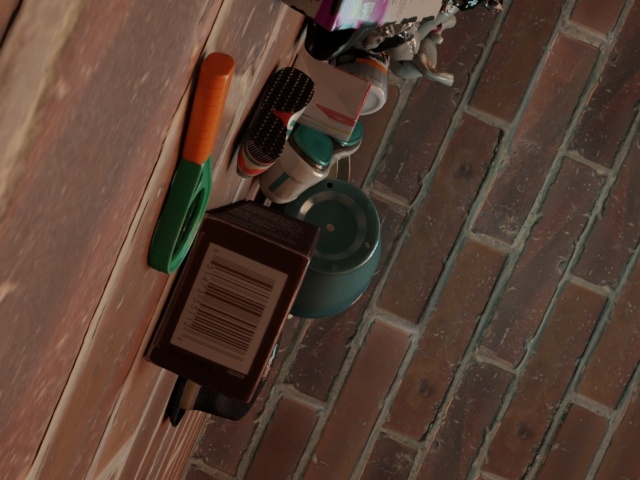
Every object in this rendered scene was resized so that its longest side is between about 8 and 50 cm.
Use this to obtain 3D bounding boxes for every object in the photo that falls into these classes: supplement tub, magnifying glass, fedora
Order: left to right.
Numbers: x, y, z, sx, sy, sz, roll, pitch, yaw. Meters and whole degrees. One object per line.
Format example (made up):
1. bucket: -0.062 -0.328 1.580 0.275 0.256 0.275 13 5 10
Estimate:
1. magnifying glass: -0.105 -0.055 0.594 0.231 0.026 0.092 113 0 -48
2. fedora: -0.172 0.236 1.436 0.334 0.152 0.334 -157 -90 -90
3. supplement tub: 0.073 -0.343 1.352 0.117 0.117 0.190 115 -18 -67

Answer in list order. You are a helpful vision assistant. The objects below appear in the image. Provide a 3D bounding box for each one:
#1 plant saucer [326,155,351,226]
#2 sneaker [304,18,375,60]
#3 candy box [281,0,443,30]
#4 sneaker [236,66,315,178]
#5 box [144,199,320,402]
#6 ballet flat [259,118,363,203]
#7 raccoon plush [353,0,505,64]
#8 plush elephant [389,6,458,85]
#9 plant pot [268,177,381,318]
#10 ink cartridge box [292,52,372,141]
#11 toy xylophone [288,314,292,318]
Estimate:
1. plant saucer: -0.002 -0.165 1.782 0.278 0.041 0.278 -30 124 -56
2. sneaker: 0.054 -0.339 0.890 0.130 0.109 0.286 -59 174 -41
3. candy box: 0.075 -0.313 0.753 0.233 0.071 0.159 -25 146 -51
4. sneaker: -0.062 -0.142 0.870 0.075 0.057 0.161 -38 -155 52
5. box: -0.099 0.058 0.988 0.381 0.143 0.191 -55 168 -85
6. ballet flat: -0.024 -0.165 1.298 0.400 0.139 0.139 -58 172 -66
7. raccoon plush: 0.130 -0.518 1.170 0.216 0.299 0.446 -31 115 -65
8. plush elephant: 0.199 -0.465 1.552 0.330 0.272 0.255 -52 140 -1
9. plant pot: 0.000 0.000 1.405 0.255 0.271 0.272 121 -7 -73
10. ink cartridge box: 0.007 -0.212 1.111 0.198 0.115 0.067 116 -3 -87
11. toy xylophone: -0.063 0.067 1.703 0.236 0.081 0.323 -52 162 -4
